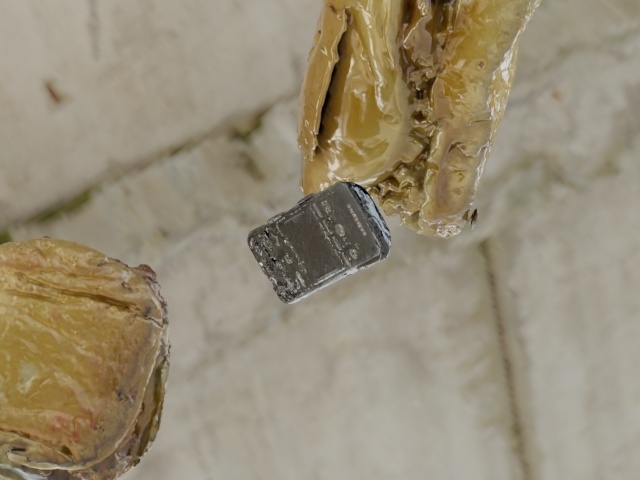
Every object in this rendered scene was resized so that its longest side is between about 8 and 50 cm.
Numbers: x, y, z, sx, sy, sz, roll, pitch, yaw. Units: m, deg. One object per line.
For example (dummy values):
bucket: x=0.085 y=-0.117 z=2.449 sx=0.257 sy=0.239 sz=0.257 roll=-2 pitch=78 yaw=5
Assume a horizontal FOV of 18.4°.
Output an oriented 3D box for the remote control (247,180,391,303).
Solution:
remote control: x=0.000 y=0.000 z=0.839 sx=0.014 sy=0.096 sz=0.039 roll=-31 pitch=-88 yaw=-32

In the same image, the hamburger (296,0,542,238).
hamburger: x=0.056 y=-0.114 z=0.928 sx=0.108 sy=0.214 sz=0.214 roll=14 pitch=-59 yaw=3

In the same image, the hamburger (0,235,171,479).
hamburger: x=-0.088 y=0.042 z=0.668 sx=0.076 sy=0.044 sz=0.083 roll=17 pitch=-103 yaw=2
